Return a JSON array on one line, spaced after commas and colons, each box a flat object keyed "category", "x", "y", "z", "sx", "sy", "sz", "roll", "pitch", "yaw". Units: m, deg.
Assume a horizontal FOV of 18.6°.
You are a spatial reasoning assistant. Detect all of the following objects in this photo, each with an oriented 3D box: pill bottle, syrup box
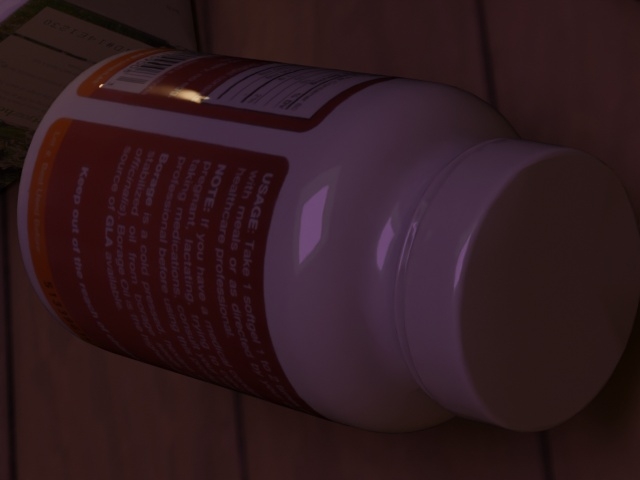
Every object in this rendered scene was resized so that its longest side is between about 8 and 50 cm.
[{"category": "pill bottle", "x": 0.000, "y": 0.000, "z": 0.686, "sx": 0.216, "sy": 0.121, "sz": 0.121, "roll": 13, "pitch": 87, "yaw": 46}, {"category": "syrup box", "x": -0.173, "y": -0.082, "z": 0.900, "sx": 0.237, "sy": 0.093, "sz": 0.096, "roll": -29, "pitch": 59, "yaw": 35}]
